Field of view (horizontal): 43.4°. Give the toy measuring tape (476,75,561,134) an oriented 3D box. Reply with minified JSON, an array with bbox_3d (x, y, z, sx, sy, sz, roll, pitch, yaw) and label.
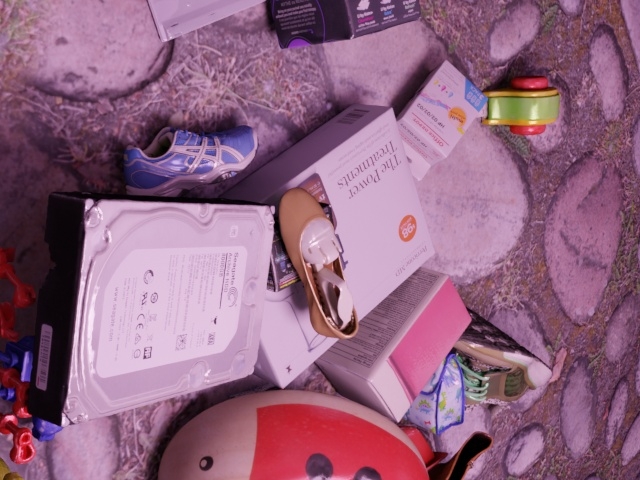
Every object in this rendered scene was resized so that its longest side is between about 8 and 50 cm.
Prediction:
[{"bbox_3d":[0.355,-0.246,1.507,0.330,0.121,0.121,-16,111,-39],"label":"toy measuring tape"}]

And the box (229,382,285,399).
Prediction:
[{"bbox_3d":[-0.100,0.302,1.283,0.094,0.027,0.137,-11,107,-41],"label":"box"}]

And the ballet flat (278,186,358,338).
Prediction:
[{"bbox_3d":[0.007,0.034,1.102,0.080,0.073,0.232,-33,121,-28],"label":"ballet flat"}]

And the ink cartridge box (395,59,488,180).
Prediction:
[{"bbox_3d":[0.193,-0.204,1.378,0.104,0.061,0.181,39,71,-9],"label":"ink cartridge box"}]

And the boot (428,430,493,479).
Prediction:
[{"bbox_3d":[0.196,0.488,1.441,0.264,0.096,0.280,-40,166,-29],"label":"boot"}]

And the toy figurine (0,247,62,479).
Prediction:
[{"bbox_3d":[-0.307,0.190,0.967,0.217,0.191,0.363,0,101,-47],"label":"toy figurine"}]

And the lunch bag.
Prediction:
[{"bbox_3d":[0.191,0.259,1.468,0.096,0.129,0.151,-12,109,-41],"label":"lunch bag"}]

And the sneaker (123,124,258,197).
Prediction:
[{"bbox_3d":[-0.169,-0.117,1.083,0.211,0.080,0.081,-31,123,-35],"label":"sneaker"}]

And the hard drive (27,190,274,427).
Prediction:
[{"bbox_3d":[-0.178,0.066,0.941,0.339,0.064,0.237,-1,100,-61],"label":"hard drive"}]

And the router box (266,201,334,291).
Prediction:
[{"bbox_3d":[-0.034,0.007,1.137,0.122,0.038,0.092,-24,115,-34],"label":"router box"}]

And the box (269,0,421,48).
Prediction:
[{"bbox_3d":[0.013,-0.416,1.106,0.143,0.165,0.270,-26,112,-35],"label":"box"}]

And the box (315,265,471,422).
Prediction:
[{"bbox_3d":[0.122,0.164,1.369,0.232,0.148,0.127,-50,129,-21],"label":"box"}]

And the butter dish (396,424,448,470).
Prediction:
[{"bbox_3d":[0.114,0.373,1.434,0.160,0.160,0.118,-20,89,-39],"label":"butter dish"}]

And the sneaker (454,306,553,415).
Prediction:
[{"bbox_3d":[0.319,0.263,1.563,0.182,0.158,0.410,-54,141,3],"label":"sneaker"}]

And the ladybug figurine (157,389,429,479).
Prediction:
[{"bbox_3d":[-0.015,0.387,1.199,0.449,0.162,0.305,13,100,-20],"label":"ladybug figurine"}]

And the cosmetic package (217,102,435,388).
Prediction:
[{"bbox_3d":[0.000,0.000,1.256,0.377,0.097,0.284,-39,126,-28],"label":"cosmetic package"}]

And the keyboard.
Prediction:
[{"bbox_3d":[-0.127,-0.351,1.114,0.256,0.014,0.072,-33,115,-33],"label":"keyboard"}]
